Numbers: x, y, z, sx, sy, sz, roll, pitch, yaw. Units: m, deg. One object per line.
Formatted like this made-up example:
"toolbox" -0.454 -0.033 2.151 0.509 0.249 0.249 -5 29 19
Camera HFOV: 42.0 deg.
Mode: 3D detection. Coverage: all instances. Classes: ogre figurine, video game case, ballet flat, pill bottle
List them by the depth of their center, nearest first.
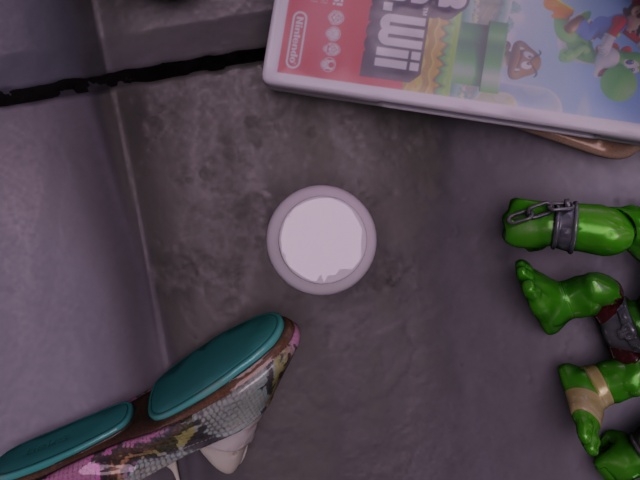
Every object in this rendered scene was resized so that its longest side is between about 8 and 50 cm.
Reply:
"pill bottle" 0.000 0.000 0.500 0.065 0.116 0.065 0 89 0
"video game case" 0.120 -0.174 0.517 0.285 0.025 0.204 9 88 3
"ogre figurine" 0.199 0.052 0.519 0.118 0.097 0.197 -22 74 16
"ballet flat" -0.099 0.125 0.526 0.222 0.077 0.079 -29 108 3

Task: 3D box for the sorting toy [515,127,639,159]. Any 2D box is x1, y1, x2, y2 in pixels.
"sorting toy" 0.134 -0.172 0.548 0.208 0.038 0.193 19 89 4
